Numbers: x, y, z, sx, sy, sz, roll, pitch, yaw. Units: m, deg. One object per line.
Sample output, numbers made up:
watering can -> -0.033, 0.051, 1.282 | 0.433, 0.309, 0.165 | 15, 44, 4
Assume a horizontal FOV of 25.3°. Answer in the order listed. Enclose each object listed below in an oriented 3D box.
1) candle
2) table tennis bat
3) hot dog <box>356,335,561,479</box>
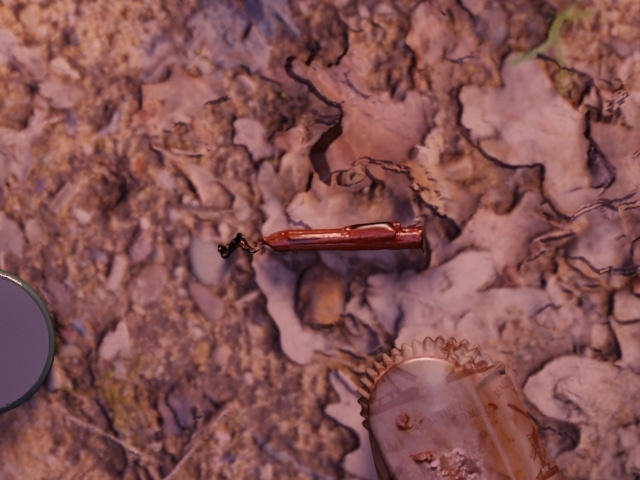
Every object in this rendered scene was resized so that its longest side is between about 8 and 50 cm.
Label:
candle -> 0.000, -0.001, 1.160 | 0.167, 0.021, 0.026 | -2, 114, 2
table tennis bat -> -0.317, 0.097, 1.177 | 0.201, 0.033, 0.124 | -20, 91, 1
hot dog -> 0.122, 0.206, 1.144 | 0.144, 0.075, 0.268 | -19, 90, -1
